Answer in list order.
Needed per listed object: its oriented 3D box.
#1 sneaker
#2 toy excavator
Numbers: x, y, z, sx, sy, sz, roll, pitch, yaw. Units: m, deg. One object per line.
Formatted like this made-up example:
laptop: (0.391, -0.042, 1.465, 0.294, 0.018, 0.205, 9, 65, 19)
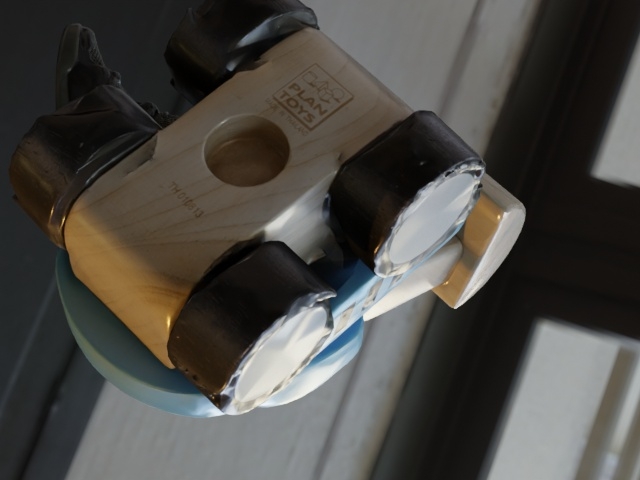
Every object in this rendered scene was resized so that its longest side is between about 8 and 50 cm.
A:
sneaker: (-0.191, -0.115, 1.522, 0.130, 0.227, 0.087, -5, 142, -12)
toy excavator: (0.000, 0.000, 1.229, 0.222, 0.433, 0.445, 42, 157, 20)
